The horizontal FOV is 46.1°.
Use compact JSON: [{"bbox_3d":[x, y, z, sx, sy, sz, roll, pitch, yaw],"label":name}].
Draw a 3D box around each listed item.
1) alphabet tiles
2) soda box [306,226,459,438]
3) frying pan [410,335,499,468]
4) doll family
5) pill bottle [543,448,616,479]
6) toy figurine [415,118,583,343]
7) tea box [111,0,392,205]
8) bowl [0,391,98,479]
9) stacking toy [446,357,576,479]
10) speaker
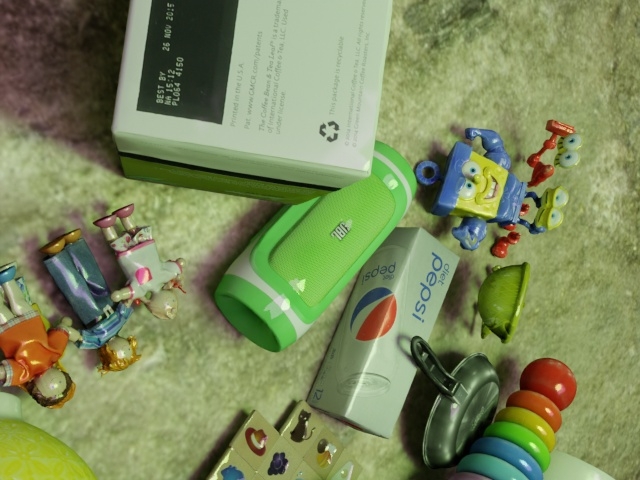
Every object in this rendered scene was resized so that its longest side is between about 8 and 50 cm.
[{"bbox_3d":[-0.072,0.397,0.986,0.342,0.011,0.285,-54,124,-27],"label":"alphabet tiles"},{"bbox_3d":[0.091,0.125,1.069,0.098,0.091,0.286,35,71,-33],"label":"soda box"},{"bbox_3d":[0.216,0.218,1.134,0.197,0.053,0.326,-39,137,-35],"label":"frying pan"},{"bbox_3d":[-0.263,0.081,0.803,0.263,0.118,0.163,-38,108,-49],"label":"doll family"},{"bbox_3d":[0.324,0.538,1.182,0.224,0.224,0.392,42,68,-31],"label":"pill bottle"},{"bbox_3d":[0.235,-0.043,1.176,0.217,0.191,0.363,21,79,-6],"label":"toy figurine"},{"bbox_3d":[-0.073,-0.221,0.756,0.219,0.323,0.329,8,87,-13],"label":"tea box"},{"bbox_3d":[-0.329,0.222,0.670,0.289,0.289,0.156,11,60,-37],"label":"bowl"},{"bbox_3d":[0.299,0.313,1.156,0.330,0.141,0.141,-51,120,-34],"label":"stacking toy"},{"bbox_3d":[0.000,0.000,0.974,0.296,0.131,0.131,-48,118,-25],"label":"speaker"}]
